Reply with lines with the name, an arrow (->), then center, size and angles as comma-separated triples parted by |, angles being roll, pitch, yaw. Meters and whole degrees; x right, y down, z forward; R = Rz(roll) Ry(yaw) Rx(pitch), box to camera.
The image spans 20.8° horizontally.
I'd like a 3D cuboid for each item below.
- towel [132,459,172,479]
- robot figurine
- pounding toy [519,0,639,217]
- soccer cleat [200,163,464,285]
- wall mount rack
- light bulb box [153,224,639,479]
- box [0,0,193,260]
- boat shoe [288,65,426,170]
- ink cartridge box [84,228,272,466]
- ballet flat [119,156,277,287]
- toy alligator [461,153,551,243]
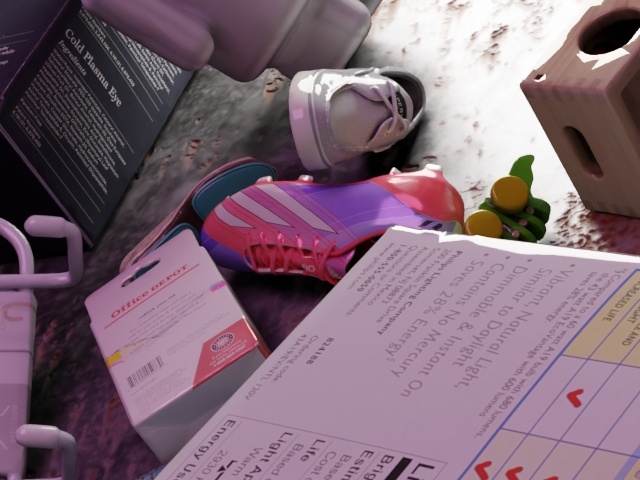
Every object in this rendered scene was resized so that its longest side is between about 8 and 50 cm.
towel -> -0.153, 0.259, 1.197 | 0.370, 0.040, 0.271 | -30, 26, 7
robot figurine -> -0.109, -0.283, 1.607 | 0.200, 0.353, 0.300 | -53, 10, 47
pounding toy -> 0.240, -0.153, 1.281 | 0.094, 0.181, 0.206 | 11, 53, 48
soccer cleat -> 0.000, 0.000, 1.392 | 0.248, 0.083, 0.095 | -8, 45, 31
wall mount rack -> -0.344, 0.091, 1.392 | 0.304, 0.130, 0.350 | -1, 55, -5
light bulb box -> 0.103, 0.196, 0.879 | 0.361, 0.225, 0.358 | 8, 44, 45
box -> -0.335, -0.141, 1.770 | 0.343, 0.179, 0.313 | -7, 42, 34
boat shoe -> 0.036, -0.111, 1.438 | 0.081, 0.079, 0.227 | -9, 8, 18
ink cartridge box -> -0.109, 0.083, 1.386 | 0.115, 0.067, 0.198 | -34, 34, 0
ballet flat -> -0.112, -0.018, 1.533 | 0.168, 0.057, 0.052 | -40, 23, -10
toy alligator -> 0.122, 0.014, 1.294 | 0.051, 0.056, 0.190 | 33, 64, 12
